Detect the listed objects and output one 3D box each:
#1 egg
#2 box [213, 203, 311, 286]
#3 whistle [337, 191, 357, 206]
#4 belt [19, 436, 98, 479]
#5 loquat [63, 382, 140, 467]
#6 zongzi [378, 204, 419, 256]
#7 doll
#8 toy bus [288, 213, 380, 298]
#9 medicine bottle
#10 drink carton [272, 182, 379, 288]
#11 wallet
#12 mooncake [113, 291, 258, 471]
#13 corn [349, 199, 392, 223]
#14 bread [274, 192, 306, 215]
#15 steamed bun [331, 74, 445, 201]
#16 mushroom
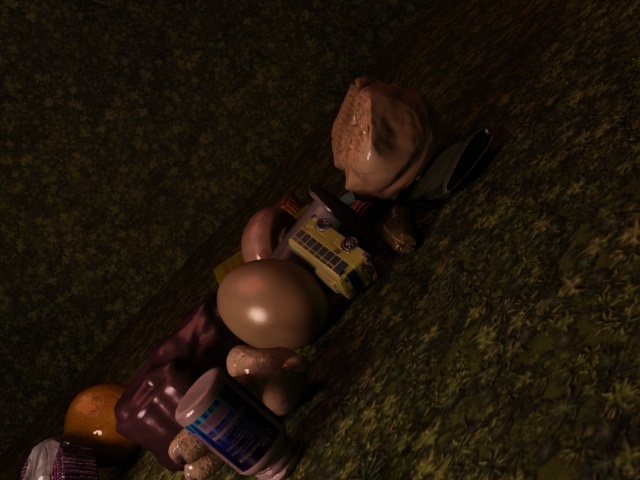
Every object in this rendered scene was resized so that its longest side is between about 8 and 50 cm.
[{"bbox_3d":[-0.099,0.128,1.671,0.242,0.186,0.186,10,46,25],"label":"egg"},{"bbox_3d":[-0.136,0.024,2.283,0.335,0.047,0.187,-34,18,-4],"label":"box"},{"bbox_3d":[0.082,-0.114,2.210,0.186,0.039,0.039,-28,23,53],"label":"whistle"},{"bbox_3d":[-0.623,0.597,1.944,0.325,0.122,0.260,-41,46,43],"label":"belt"},{"bbox_3d":[-0.528,0.451,2.116,0.246,0.213,0.213,-51,14,-18],"label":"loquat"},{"bbox_3d":[0.148,0.021,1.623,0.154,0.062,0.130,-96,27,-53],"label":"zongzi"},{"bbox_3d":[-0.149,0.286,1.436,0.278,0.149,0.175,-42,-9,-24],"label":"doll"},{"bbox_3d":[0.026,0.034,1.649,0.101,0.088,0.175,-42,51,-13],"label":"toy bus"},{"bbox_3d":[-0.125,0.296,1.306,0.107,0.191,0.107,-43,13,13],"label":"medicine bottle"},{"bbox_3d":[0.000,0.000,1.838,0.189,0.191,0.185,-50,14,16],"label":"drink carton"},{"bbox_3d":[0.257,-0.140,1.703,0.160,0.055,0.236,-53,6,-13],"label":"wallet"},{"bbox_3d":[-0.275,0.300,1.778,0.350,0.212,0.381,-47,9,30],"label":"mooncake"},{"bbox_3d":[0.134,-0.102,1.947,0.207,0.068,0.068,-49,13,0],"label":"corn"},{"bbox_3d":[-0.122,-0.047,2.522,0.199,0.104,0.199,-44,9,8],"label":"bread"},{"bbox_3d":[0.148,-0.217,1.814,0.289,0.203,0.276,131,144,-68],"label":"steamed bun"},{"bbox_3d":[-0.101,0.016,2.065,0.206,0.206,0.209,-53,21,-24],"label":"mushroom"}]
